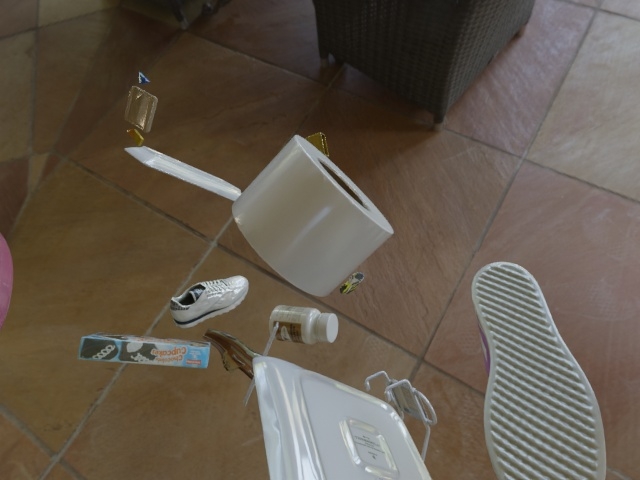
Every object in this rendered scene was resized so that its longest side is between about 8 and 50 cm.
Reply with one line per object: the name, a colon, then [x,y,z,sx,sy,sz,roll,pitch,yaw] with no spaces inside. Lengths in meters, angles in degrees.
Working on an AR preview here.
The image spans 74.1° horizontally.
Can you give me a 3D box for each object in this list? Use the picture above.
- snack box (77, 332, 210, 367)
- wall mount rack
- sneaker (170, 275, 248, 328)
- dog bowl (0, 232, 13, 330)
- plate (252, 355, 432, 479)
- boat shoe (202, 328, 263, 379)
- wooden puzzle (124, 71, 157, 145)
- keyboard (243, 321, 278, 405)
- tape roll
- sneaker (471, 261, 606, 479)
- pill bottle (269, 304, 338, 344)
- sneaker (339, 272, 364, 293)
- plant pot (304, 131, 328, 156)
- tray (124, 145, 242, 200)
snack box: [-0.475,0.306,1.189,0.321,0.187,0.060,9,80,-13]
wall mount rack: [0.269,0.606,1.421,0.130,0.350,0.304,-21,86,-15]
sneaker: [-0.301,0.151,1.176,0.235,0.095,0.090,-29,44,-35]
dog bowl: [-0.601,0.086,0.545,0.407,0.150,0.408,-5,65,11]
plate: [0.051,0.272,0.534,0.045,0.277,0.278,-51,27,13]
boat shoe: [-0.340,0.475,1.716,0.323,0.122,0.120,31,65,-1]
wooden puzzle: [-0.333,-0.242,0.787,0.078,0.014,0.116,38,112,23]
keyboard: [-0.181,0.375,1.299,0.014,0.072,0.256,23,88,1]
tape roll: [-0.013,-0.043,0.764,0.169,0.246,0.246,-45,66,13]
sneaker: [0.236,0.178,0.477,0.102,0.161,0.282,-6,43,20]
pill bottle: [-0.060,0.308,1.539,0.229,0.131,0.131,0,65,25]
sneaker: [0.090,0.120,1.192,0.083,0.035,0.031,-39,64,9]
plant pot: [-0.023,-0.335,1.521,0.083,0.081,0.081,-11,95,11]
tray: [-0.294,-0.151,0.970,0.145,0.270,0.030,29,95,44]
